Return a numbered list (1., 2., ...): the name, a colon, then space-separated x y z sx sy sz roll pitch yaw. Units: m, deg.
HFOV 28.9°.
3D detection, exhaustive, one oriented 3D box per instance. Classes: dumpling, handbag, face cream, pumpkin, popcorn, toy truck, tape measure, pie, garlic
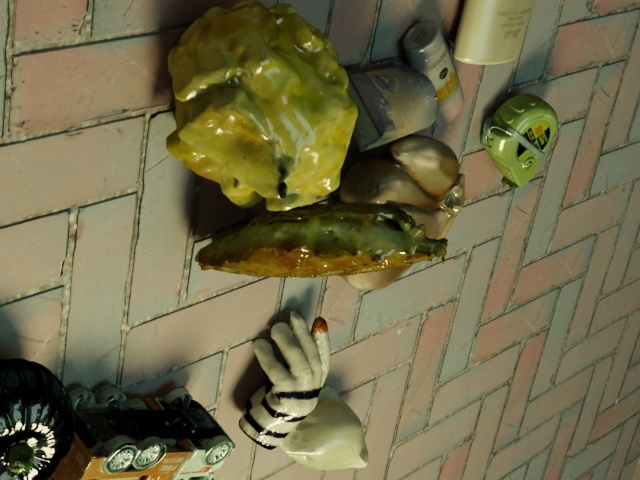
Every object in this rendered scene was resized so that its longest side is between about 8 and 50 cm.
1. dumpling: 0.007 0.331 2.214 0.229 0.124 0.151 19 61 -49
2. handbag: 0.108 -0.214 1.921 0.173 0.117 0.095 -22 174 -46
3. face cream: 0.187 -0.271 2.035 0.084 0.057 0.198 -50 145 -14
4. pumpkin: -0.401 0.240 1.573 0.194 0.150 0.194 -44 165 -15
5. popcorn: -0.078 -0.170 1.614 0.252 0.215 0.286 -34 111 12
6. face cream: 0.314 -0.465 2.034 0.173 0.081 0.349 -16 127 -47
7. toy truck: -0.271 0.322 1.819 0.338 0.133 0.184 10 118 -52
8. tape measure: 0.367 -0.197 2.304 0.154 0.087 0.177 -46 145 1
9. pie: 0.000 0.000 1.764 0.288 0.354 0.103 -5 92 -88
10. garlic: 0.115 -0.047 2.043 0.325 0.132 0.279 4 111 -57

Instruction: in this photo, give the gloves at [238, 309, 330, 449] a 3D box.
1. gloves: -0.047 0.229 2.047 0.219 0.131 0.140 -51 149 2
